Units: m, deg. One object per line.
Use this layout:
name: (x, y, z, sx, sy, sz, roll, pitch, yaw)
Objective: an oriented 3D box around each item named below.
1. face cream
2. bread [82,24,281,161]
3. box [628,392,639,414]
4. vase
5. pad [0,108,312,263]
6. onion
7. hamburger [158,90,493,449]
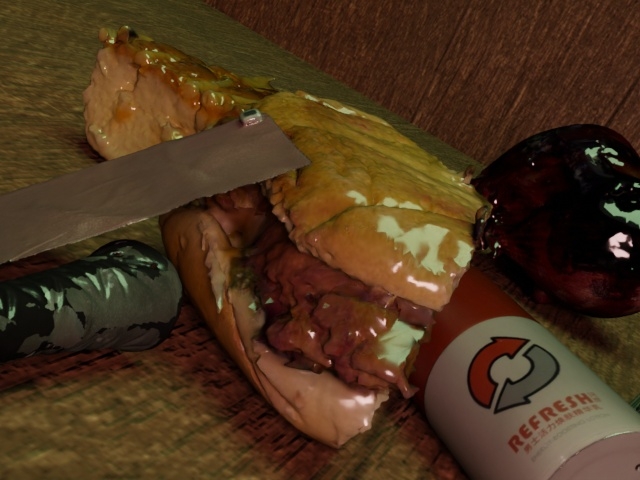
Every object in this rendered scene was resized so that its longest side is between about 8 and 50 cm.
face cream: (0.114, 0.098, 0.647, 0.096, 0.096, 0.214, 22, 14, -28)
bread: (-0.067, -0.087, 0.943, 0.185, 0.114, 0.274, 35, 12, 23)
box: (0.269, 0.137, 0.797, 0.069, 0.122, 0.084, 44, 16, 9)
vase: (-0.124, 0.032, 0.469, 0.059, 0.059, 0.167, 33, 13, 15)
pad: (-0.106, -0.030, 0.576, 0.187, 0.006, 0.113, -19, 25, -9)
onion: (0.315, -0.015, 1.280, 0.281, 0.221, 0.281, 4, 32, -2)
hamburger: (0.000, 0.000, 0.649, 0.245, 0.155, 0.282, 30, 17, 20)
